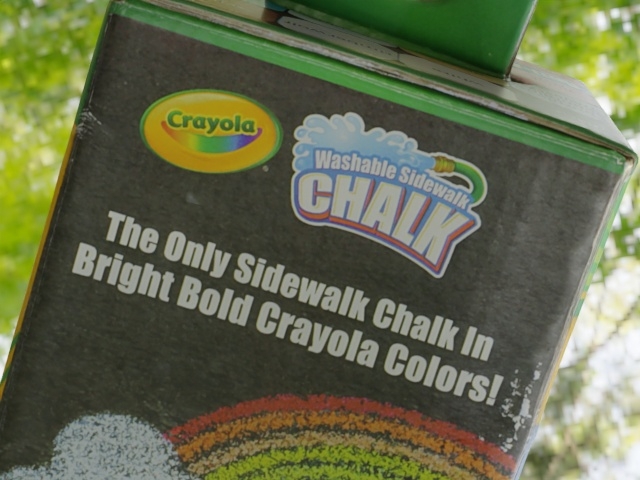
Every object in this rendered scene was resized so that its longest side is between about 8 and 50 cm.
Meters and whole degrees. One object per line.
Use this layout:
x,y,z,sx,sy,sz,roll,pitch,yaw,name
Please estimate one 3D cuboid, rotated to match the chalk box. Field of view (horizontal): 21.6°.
0.000,0.000,0.621,0.180,0.289,0.179,19,-168,-1,chalk box
